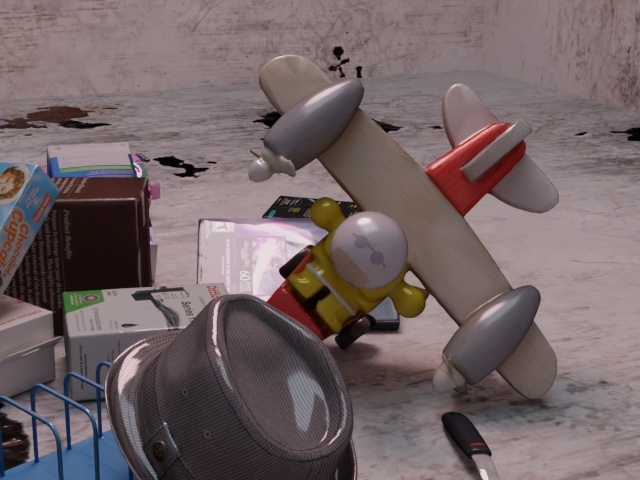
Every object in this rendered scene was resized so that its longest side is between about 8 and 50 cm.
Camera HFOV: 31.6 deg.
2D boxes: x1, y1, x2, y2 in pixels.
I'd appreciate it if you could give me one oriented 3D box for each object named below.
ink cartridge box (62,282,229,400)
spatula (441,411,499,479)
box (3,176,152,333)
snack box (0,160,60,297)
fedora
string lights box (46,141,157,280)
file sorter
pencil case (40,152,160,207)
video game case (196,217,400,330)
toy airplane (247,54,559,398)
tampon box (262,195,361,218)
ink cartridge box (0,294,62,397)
[{"bbox_3d":[-0.204,0.119,1.377,0.208,0.087,0.153,-3,18,-15],"label":"ink cartridge box"},{"bbox_3d":[0.165,0.232,1.127,0.084,0.030,0.296,0,17,-7],"label":"spatula"},{"bbox_3d":[-0.423,0.017,1.522,0.381,0.191,0.143,1,17,-1],"label":"box"},{"bbox_3d":[-0.456,0.047,1.311,0.187,0.060,0.322,7,59,28],"label":"snack box"},{"bbox_3d":[-0.066,0.146,1.058,0.243,0.124,0.275,1,44,-32],"label":"fedora"},{"bbox_3d":[-0.342,-0.046,1.751,0.133,0.077,0.260,-4,43,-18],"label":"string lights box"},{"bbox_3d":[-0.221,0.190,1.123,0.118,0.104,0.170,17,23,41],"label":"file sorter"},{"bbox_3d":[-0.416,-0.076,1.937,0.124,0.124,0.284,16,21,40],"label":"pencil case"},{"bbox_3d":[-0.035,0.045,1.577,0.274,0.026,0.196,-1,47,-4],"label":"video game case"},{"bbox_3d":[0.096,-0.012,1.320,0.386,0.384,0.272,7,8,13],"label":"toy airplane"},{"bbox_3d":[0.000,0.000,1.742,0.161,0.101,0.120,5,18,11],"label":"tampon box"},{"bbox_3d":[-0.386,0.125,1.344,0.143,0.090,0.092,15,22,35],"label":"ink cartridge box"}]
